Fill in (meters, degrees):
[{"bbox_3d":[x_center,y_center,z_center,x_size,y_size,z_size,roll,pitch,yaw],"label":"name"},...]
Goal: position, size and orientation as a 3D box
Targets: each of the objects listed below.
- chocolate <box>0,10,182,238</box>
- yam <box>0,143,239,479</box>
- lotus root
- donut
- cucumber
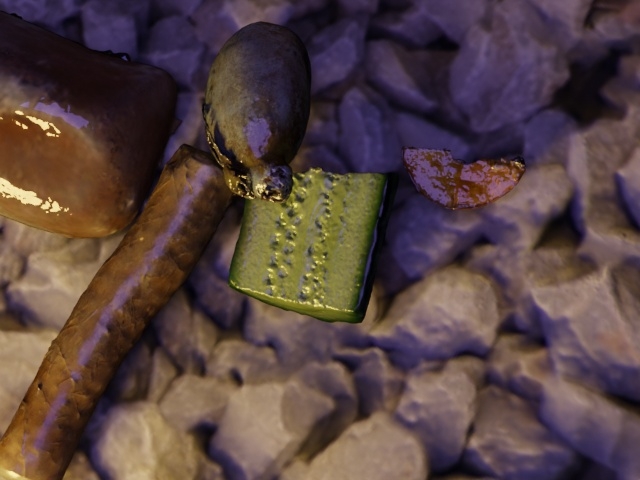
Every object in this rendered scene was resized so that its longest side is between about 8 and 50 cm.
[{"bbox_3d":[-0.248,-0.102,1.300,0.261,0.083,0.161,17,87,9],"label":"chocolate"},{"bbox_3d":[-0.158,0.061,1.280,0.066,0.066,0.300,32,90,10],"label":"yam"},{"bbox_3d":[-0.048,-0.098,1.255,0.088,0.088,0.165,-1,56,7],"label":"lotus root"},{"bbox_3d":[0.110,-0.053,1.269,0.083,0.038,0.067,-25,78,-1],"label":"donut"},{"bbox_3d":[0.000,0.000,1.265,0.116,0.062,0.115,10,83,26],"label":"cucumber"}]
